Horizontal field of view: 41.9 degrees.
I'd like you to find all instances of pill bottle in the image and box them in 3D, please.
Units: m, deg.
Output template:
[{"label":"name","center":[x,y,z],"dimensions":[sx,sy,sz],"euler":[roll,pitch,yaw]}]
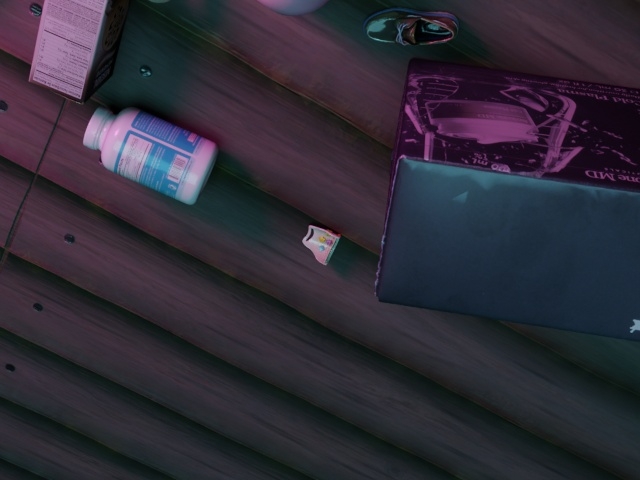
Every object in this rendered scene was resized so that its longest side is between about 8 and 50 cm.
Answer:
[{"label":"pill bottle","center":[-0.360,-0.189,1.771],"dimensions":[0.264,0.146,0.146],"euler":[24,123,-6]}]

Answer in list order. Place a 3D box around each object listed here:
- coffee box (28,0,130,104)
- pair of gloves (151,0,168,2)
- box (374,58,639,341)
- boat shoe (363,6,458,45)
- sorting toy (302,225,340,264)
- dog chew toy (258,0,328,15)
[{"label":"coffee box","center":[-0.451,-0.438,1.614],"dimensions":[0.119,0.168,0.297],"euler":[22,124,-5]},{"label":"pair of gloves","center":[-0.269,-0.550,1.516],"dimensions":[0.042,0.204,0.240],"euler":[40,130,26]},{"label":"box","center":[0.365,-0.094,1.522],"dimensions":[0.480,0.471,0.297],"euler":[8,123,3]},{"label":"boat shoe","center":[0.171,-0.406,1.595],"dimensions":[0.183,0.066,0.066],"euler":[-2,122,10]},{"label":"sorting toy","center":[0.000,0.000,1.899],"dimensions":[0.075,0.045,0.083],"euler":[26,123,1]},{"label":"dog chew toy","center":[-0.008,-0.560,1.455],"dimensions":[0.207,0.206,0.332],"euler":[34,113,-13]}]
